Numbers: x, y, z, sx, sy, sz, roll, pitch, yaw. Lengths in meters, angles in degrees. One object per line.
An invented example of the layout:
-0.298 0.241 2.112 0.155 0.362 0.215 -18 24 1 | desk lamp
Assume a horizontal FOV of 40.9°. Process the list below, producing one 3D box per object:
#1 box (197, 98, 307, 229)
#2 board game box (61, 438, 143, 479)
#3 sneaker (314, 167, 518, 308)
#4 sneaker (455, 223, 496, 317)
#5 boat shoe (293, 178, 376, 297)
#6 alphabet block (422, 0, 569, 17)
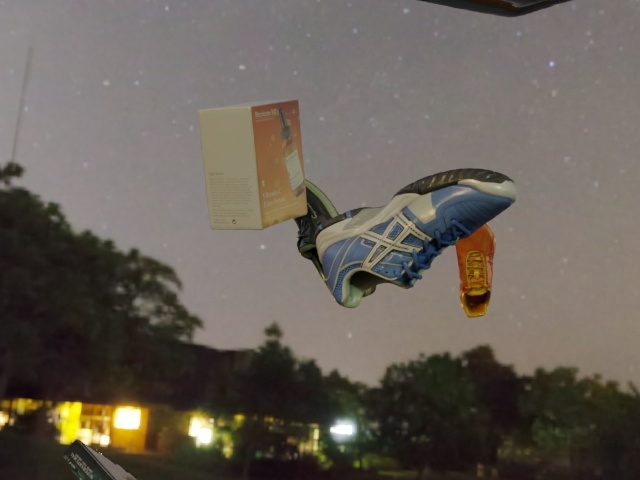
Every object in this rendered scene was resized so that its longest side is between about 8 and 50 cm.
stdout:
-0.093 -0.110 1.222 0.091 0.171 0.130 2 14 30 | box
-0.188 0.282 0.904 0.126 0.026 0.186 36 -16 28 | board game box
0.089 -0.001 0.788 0.211 0.081 0.080 -26 -31 34 | sneaker
0.232 0.041 1.264 0.064 0.067 0.175 -9 -52 6 | sneaker
0.000 0.001 1.333 0.073 0.224 0.080 -28 -15 -28 | boat shoe
0.219 -0.382 0.979 0.192 0.197 0.193 -1 1 -34 | alphabet block
